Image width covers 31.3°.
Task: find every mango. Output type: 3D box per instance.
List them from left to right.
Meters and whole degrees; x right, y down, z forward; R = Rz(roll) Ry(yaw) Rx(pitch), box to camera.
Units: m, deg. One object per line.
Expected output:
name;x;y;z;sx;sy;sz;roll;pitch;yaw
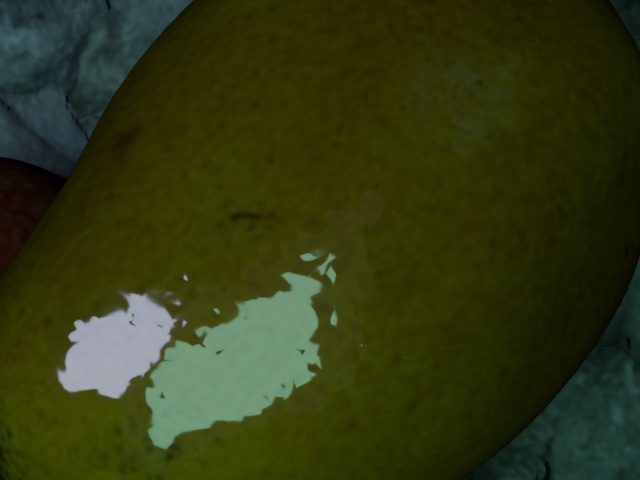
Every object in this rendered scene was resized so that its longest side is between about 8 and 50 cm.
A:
mango;0.000;0.000;0.557;0.378;0.221;0.264;-41;74;-13

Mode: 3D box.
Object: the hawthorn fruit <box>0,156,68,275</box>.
hawthorn fruit;-0.221;0.028;0.689;0.248;0.208;0.208;34;109;19
